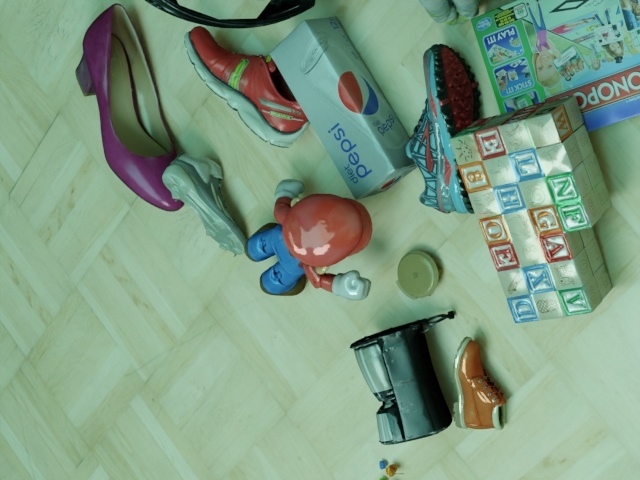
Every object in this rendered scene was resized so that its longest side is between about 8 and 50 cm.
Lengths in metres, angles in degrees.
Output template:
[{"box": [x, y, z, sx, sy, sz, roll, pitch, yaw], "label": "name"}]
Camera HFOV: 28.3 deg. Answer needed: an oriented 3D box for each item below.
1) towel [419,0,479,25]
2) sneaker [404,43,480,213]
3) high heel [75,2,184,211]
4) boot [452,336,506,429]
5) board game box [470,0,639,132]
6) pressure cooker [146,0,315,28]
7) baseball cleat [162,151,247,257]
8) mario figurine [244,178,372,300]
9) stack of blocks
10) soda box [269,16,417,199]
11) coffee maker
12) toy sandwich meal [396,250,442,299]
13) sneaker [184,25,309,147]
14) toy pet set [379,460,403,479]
[{"box": [0.134, -0.467, 1.732, 0.090, 0.374, 0.321, -14, 91, 11], "label": "towel"}, {"box": [0.173, -0.165, 1.933, 0.125, 0.104, 0.262, -3, 100, 40], "label": "sneaker"}, {"box": [-0.328, -0.237, 2.274, 0.377, 0.127, 0.181, 55, 138, 17], "label": "high heel"}, {"box": [0.255, 0.227, 2.003, 0.084, 0.059, 0.158, 7, 114, 33], "label": "boot"}, {"box": [0.381, -0.265, 1.784, 0.317, 0.046, 0.214, -18, 90, 39], "label": "board game box"}, {"box": [-0.137, -0.527, 1.875, 0.369, 0.375, 0.421, 6, 97, 8], "label": "pressure cooker"}, {"box": [-0.186, -0.072, 2.252, 0.072, 0.109, 0.206, -16, 122, 49], "label": "baseball cleat"}, {"box": [0.000, 0.000, 2.077, 0.198, 0.170, 0.320, 34, 157, -13], "label": "mario figurine"}, {"box": [0.322, -0.040, 1.824, 0.171, 0.087, 0.297, -11, 105, 38], "label": "stack of blocks"}, {"box": [0.041, -0.214, 2.028, 0.098, 0.091, 0.286, -36, 79, 37], "label": "soda box"}, {"box": [0.149, 0.226, 2.039, 0.171, 0.120, 0.178, -19, 90, 38], "label": "coffee maker"}, {"box": [0.160, 0.056, 2.047, 0.085, 0.029, 0.086, 6, 100, 35], "label": "toy sandwich meal"}, {"box": [-0.114, -0.278, 2.145, 0.279, 0.107, 0.118, 45, 106, 16], "label": "sneaker"}, {"box": [0.150, 0.444, 2.148, 0.114, 0.065, 0.122, -153, 60, -69], "label": "toy pet set"}]
